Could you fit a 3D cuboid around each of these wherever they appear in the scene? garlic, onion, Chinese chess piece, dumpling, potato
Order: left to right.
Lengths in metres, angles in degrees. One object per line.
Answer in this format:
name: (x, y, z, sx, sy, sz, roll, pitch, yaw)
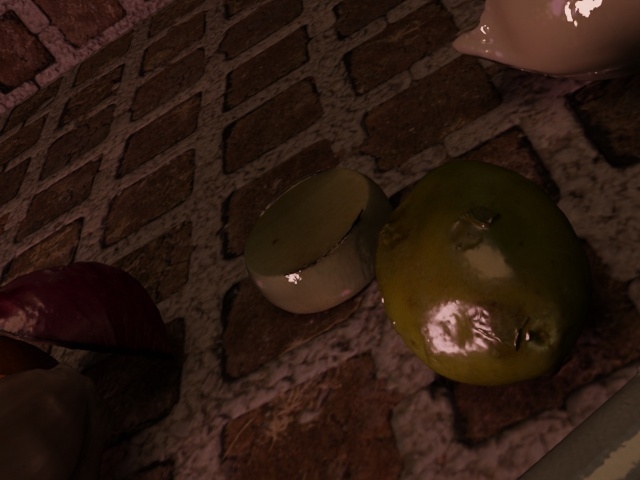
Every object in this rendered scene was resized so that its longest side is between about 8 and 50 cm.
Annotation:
garlic: (-0.392, 0.262, 0.926, 0.340, 0.231, 0.245, -22, 52, 1)
onion: (-0.314, 0.074, 1.116, 0.250, 0.248, 0.111, 6, 82, 49)
Chinese chess piece: (0.000, 0.000, 1.074, 0.188, 0.083, 0.188, -25, 35, 19)
potato: (0.139, 0.024, 0.822, 0.186, 0.148, 0.253, -38, 29, -6)
dumpling: (0.353, -0.306, 1.061, 0.395, 0.233, 0.316, -28, -4, 41)

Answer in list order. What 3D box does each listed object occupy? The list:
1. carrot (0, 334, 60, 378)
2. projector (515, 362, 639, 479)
carrot: (-0.455, 0.210, 1.096, 0.307, 0.258, 0.100, -18, 54, 8)
projector: (0.136, 0.221, 0.593, 0.337, 0.108, 0.108, -40, 30, -5)
